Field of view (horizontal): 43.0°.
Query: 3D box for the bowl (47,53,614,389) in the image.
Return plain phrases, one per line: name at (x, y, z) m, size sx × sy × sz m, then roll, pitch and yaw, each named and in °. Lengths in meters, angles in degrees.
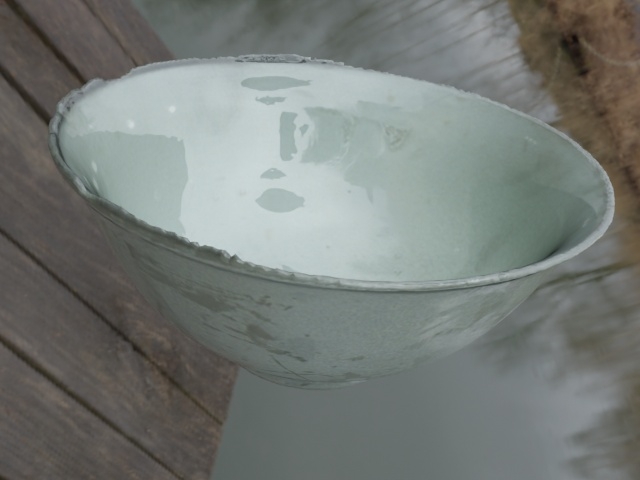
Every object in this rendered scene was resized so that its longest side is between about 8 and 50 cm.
bowl at (0.000, 0.000, 0.494) m, size 0.313 × 0.314 × 0.146 m, roll -58°, pitch 160°, yaw -59°
